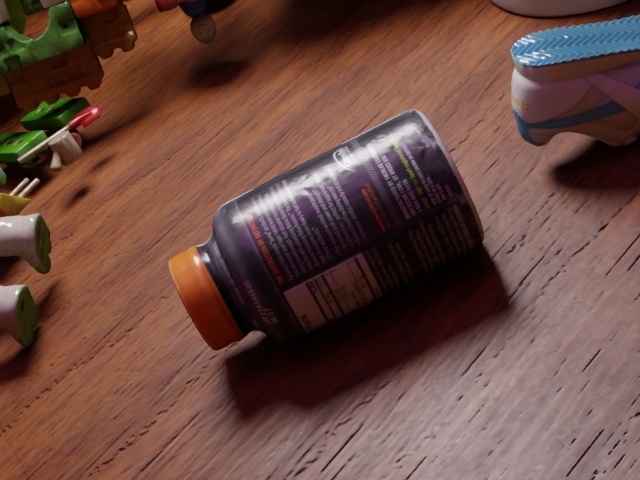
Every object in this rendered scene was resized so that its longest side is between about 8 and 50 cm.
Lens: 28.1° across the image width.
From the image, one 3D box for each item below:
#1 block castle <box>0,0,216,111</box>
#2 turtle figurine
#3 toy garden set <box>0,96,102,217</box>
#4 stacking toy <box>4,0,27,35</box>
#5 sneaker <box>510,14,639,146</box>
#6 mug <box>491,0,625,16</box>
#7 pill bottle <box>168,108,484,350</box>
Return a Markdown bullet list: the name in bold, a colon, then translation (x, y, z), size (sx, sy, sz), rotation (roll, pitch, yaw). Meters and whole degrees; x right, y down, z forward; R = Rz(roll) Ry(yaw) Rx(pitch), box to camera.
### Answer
- **block castle**: translation (-0.334, -0.289, 1.581), size (0.453, 0.212, 0.303), rotation (-18, 13, 4)
- **turtle figurine**: translation (-0.407, 0.061, 1.279), size (0.266, 0.274, 0.198), rotation (0, 19, 4)
- **toy garden set**: translation (-0.344, -0.073, 1.455), size (0.244, 0.049, 0.204), rotation (-45, 28, -27)
- **stacking toy**: translation (-0.578, -0.357, 1.781), size (0.309, 0.279, 0.130), rotation (-32, 47, -2)
- **sneaker**: translation (0.276, -0.136, 1.100), size (0.229, 0.092, 0.087), rotation (-5, 33, -2)
- **mug**: translation (0.282, -0.468, 1.310), size (0.374, 0.328, 0.276), rotation (-37, 35, -14)
- **pill bottle**: translation (0.000, 0.000, 1.061), size (0.246, 0.130, 0.130), rotation (-26, 34, 0)
